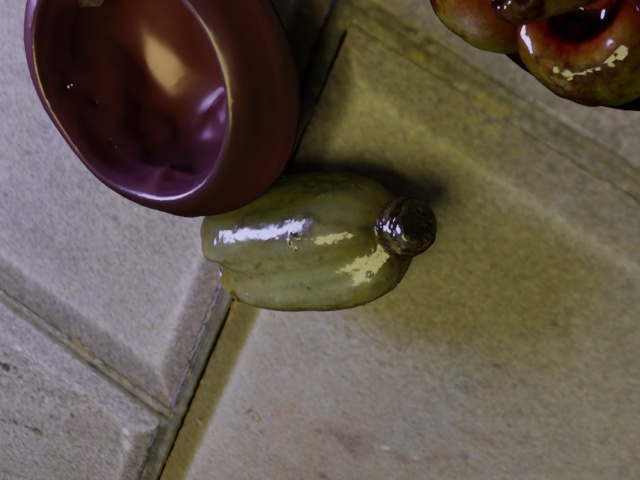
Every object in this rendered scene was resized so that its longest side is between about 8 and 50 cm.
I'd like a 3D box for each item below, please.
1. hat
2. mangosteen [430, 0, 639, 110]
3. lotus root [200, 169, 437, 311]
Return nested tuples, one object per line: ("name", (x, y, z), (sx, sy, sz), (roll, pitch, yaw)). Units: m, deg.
("hat", (-0.093, -0.113, 0.680), (0.205, 0.089, 0.205), (16, 122, 27))
("mangosteen", (0.133, -0.128, 0.447), (0.200, 0.200, 0.200), (17, 127, 23))
("lotus root", (0.001, 0.000, 0.700), (0.183, 0.077, 0.090), (-8, 122, 40))
